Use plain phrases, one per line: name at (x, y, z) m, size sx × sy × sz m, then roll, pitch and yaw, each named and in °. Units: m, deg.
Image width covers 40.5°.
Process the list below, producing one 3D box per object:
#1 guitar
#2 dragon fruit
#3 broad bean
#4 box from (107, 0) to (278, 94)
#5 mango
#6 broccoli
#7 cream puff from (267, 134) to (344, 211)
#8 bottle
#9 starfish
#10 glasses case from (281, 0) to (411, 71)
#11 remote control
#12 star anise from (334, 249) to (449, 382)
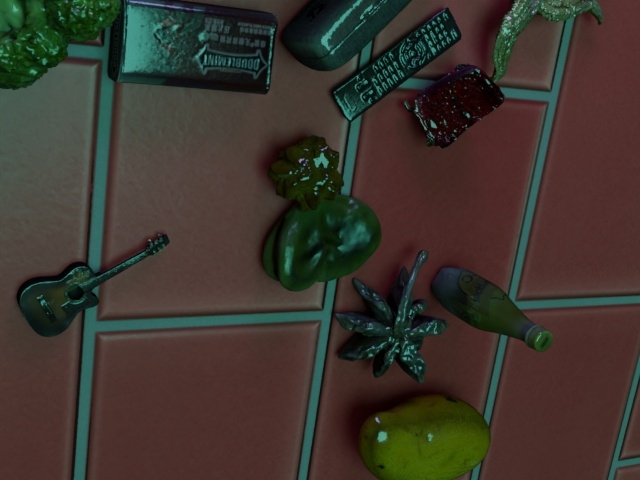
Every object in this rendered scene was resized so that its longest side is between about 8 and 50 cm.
guitar at (-0.322, 0.053, 1.256) m, size 0.233 × 0.025 × 0.088 m, roll -31°, pitch 119°, yaw -16°
dragon fruit at (0.220, -0.230, 1.416) m, size 0.147 × 0.096 × 0.102 m, roll -29°, pitch 112°, yaw 19°
broad bean at (0.002, 0.001, 1.393) m, size 0.206 × 0.072 × 0.153 m, roll -27°, pitch 119°, yaw -29°
box at (-0.174, -0.269, 1.197) m, size 0.224 × 0.069 × 0.120 m, roll 1°, pitch 107°, yaw -30°
mango at (0.181, 0.361, 1.581) m, size 0.294 × 0.120 × 0.177 m, roll 10°, pitch 110°, yaw -29°
broccoli at (-0.403, -0.318, 1.000) m, size 0.254 × 0.186 × 0.302 m, roll -26°, pitch 129°, yaw 26°
cream puff at (-0.018, -0.103, 1.316) m, size 0.122 × 0.094 × 0.116 m, roll 19°, pitch 85°, yaw -15°
bottle at (0.289, 0.117, 1.460) m, size 0.083 × 0.269 × 0.083 m, roll -10°, pitch 112°, yaw -27°
starfish at (0.375, -0.444, 1.419) m, size 0.293 × 0.084 × 0.302 m, roll -27°, pitch 121°, yaw -22°
glasses case at (0.085, -0.376, 1.258) m, size 0.323 × 0.131 × 0.074 m, roll -46°, pitch 119°, yaw -7°
remote control at (0.122, -0.281, 1.375) m, size 0.245 × 0.025 × 0.063 m, roll -37°, pitch 120°, yaw -11°
star anise at (0.129, 0.136, 1.483) m, size 0.209 × 0.089 × 0.231 m, roll -7°, pitch 108°, yaw -16°
